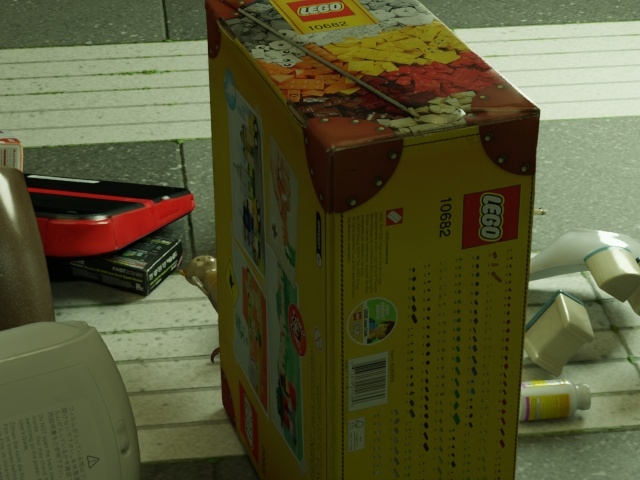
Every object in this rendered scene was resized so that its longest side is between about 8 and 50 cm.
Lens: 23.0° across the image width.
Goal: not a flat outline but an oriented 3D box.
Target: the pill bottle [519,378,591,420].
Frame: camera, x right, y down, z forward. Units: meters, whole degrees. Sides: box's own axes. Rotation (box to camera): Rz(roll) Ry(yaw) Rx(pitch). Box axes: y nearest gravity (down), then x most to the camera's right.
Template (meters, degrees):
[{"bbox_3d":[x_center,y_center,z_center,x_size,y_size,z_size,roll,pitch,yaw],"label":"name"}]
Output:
[{"bbox_3d":[0.256,0.176,1.743,0.083,0.043,0.043,-4,29,-7],"label":"pill bottle"}]

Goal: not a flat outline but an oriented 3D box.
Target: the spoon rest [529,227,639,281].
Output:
[{"bbox_3d":[0.284,0.020,1.961,0.276,0.084,0.137,9,1,30],"label":"spoon rest"}]

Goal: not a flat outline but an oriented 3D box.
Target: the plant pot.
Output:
[{"bbox_3d":[-0.384,0.069,1.735,0.215,0.215,0.230,-19,78,-31],"label":"plant pot"}]

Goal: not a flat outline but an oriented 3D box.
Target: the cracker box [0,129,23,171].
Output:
[{"bbox_3d":[-0.509,-0.107,2.022,0.232,0.067,0.156,0,10,-18],"label":"cracker box"}]

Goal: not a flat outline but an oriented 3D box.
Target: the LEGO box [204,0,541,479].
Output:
[{"bbox_3d":[0.035,0.040,1.522,0.193,0.500,0.372,-10,31,-17],"label":"LEGO box"}]

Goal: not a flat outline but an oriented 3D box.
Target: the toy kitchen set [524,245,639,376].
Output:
[{"bbox_3d":[0.360,0.103,1.861,0.207,0.166,0.122,31,21,-22],"label":"toy kitchen set"}]

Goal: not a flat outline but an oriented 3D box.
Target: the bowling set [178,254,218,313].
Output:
[{"bbox_3d":[0.000,0.000,1.856,0.287,0.200,0.154,6,21,-35],"label":"bowling set"}]

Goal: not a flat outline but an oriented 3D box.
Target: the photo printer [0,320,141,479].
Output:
[{"bbox_3d":[-0.318,0.216,1.456,0.308,0.256,0.107,-15,15,-24],"label":"photo printer"}]

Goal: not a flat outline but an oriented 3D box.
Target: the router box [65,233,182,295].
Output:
[{"bbox_3d":[-0.251,0.023,2.020,0.122,0.038,0.092,12,30,21],"label":"router box"}]

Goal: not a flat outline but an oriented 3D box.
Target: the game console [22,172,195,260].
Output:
[{"bbox_3d":[-0.395,-0.039,2.032,0.387,0.060,0.342,6,10,16],"label":"game console"}]

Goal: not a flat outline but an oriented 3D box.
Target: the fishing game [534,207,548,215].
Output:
[{"bbox_3d":[0.163,-0.061,2.092,0.264,0.041,0.189,9,5,44],"label":"fishing game"}]

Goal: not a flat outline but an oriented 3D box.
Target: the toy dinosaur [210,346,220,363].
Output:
[{"bbox_3d":[-0.076,0.115,1.862,0.082,0.090,0.047,28,30,-37],"label":"toy dinosaur"}]
